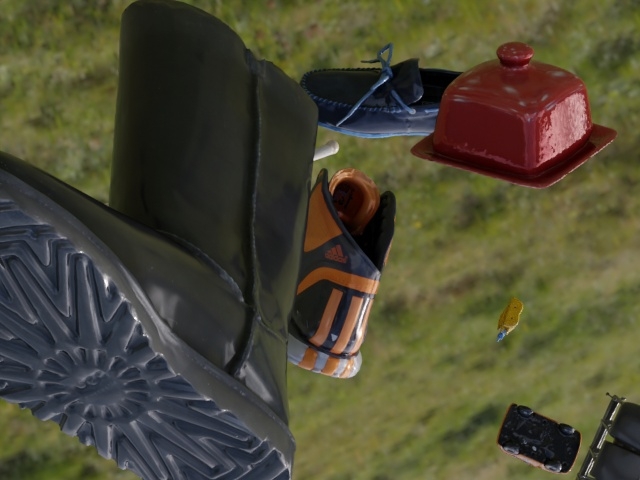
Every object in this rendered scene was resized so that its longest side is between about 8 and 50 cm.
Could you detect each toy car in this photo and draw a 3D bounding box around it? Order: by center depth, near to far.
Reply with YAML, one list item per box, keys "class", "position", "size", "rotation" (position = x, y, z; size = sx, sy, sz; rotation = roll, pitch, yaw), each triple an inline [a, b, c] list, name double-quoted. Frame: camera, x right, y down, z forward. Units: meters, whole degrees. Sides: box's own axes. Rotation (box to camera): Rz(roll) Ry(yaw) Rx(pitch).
- class: "toy car"
  position: [0.153, 0.106, 1.008]
  size: [0.060, 0.122, 0.040]
  rotation: [7, 159, -5]

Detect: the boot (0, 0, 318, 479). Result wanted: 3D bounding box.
- class: "boot"
  position: [-0.141, -0.058, 1.109]
  size: [0.146, 0.445, 0.367]
  rotation: [-22, 128, 24]

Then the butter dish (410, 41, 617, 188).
- class: "butter dish"
  position: [0.186, -0.133, 1.363]
  size: [0.160, 0.159, 0.118]
  rotation: [-33, 129, -42]

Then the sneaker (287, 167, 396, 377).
- class: "sneaker"
  position: [0.000, 0.000, 1.474]
  size: [0.124, 0.321, 0.180]
  rotation: [15, 106, -26]

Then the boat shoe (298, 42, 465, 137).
- class: "boat shoe"
  position: [0.102, -0.178, 1.626]
  size: [0.258, 0.109, 0.089]
  rotation: [0, 141, -10]

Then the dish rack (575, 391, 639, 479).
- class: "dish rack"
  position: [0.333, 0.278, 1.659]
  size: [0.208, 0.074, 0.271]
  rotation: [-64, 171, 0]

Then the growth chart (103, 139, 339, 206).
- class: "growth chart"
  position: [-0.107, -0.070, 1.594]
  size: [0.237, 0.021, 0.172]
  rotation: [-12, -172, 20]
